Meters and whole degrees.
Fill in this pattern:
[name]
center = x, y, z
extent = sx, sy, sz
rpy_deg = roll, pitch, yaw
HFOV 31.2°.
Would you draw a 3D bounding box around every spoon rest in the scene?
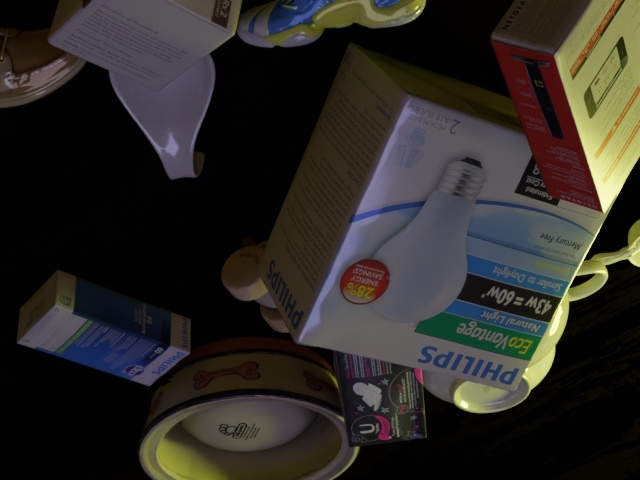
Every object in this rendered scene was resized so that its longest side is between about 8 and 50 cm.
[spoon rest]
center = -0.200, -0.175, 1.542
extent = 0.137, 0.084, 0.276
rpy_deg = -7, 142, 0

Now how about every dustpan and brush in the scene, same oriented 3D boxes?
[dustpan and brush]
center = 0.530, 0.007, 1.882
extent = 0.211, 0.060, 0.147
rpy_deg = -8, 142, 3

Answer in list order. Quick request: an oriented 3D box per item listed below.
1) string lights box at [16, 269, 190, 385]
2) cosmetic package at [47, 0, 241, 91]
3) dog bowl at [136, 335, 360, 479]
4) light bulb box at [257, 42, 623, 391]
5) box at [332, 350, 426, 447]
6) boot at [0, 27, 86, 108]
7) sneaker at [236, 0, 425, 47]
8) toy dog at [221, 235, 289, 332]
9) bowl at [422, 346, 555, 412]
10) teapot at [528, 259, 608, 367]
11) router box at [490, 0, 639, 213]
[string lights box]
center = -0.362, 0.153, 1.935
extent = 0.260, 0.076, 0.133
rpy_deg = 24, 133, -32
[cosmetic package]
center = -0.193, -0.291, 1.306
extent = 0.151, 0.151, 0.184
rpy_deg = 22, 152, -30
[dog bowl]
center = -0.134, 0.331, 2.131
extent = 0.408, 0.150, 0.408
rpy_deg = -3, 142, -3
[light bulb box]
center = 0.155, -0.025, 1.564
extent = 0.358, 0.225, 0.361
rpy_deg = 14, 111, -23
[box]
center = 0.094, 0.201, 1.942
extent = 0.142, 0.163, 0.247
rpy_deg = -7, 124, 1
[boot]
center = -0.436, -0.259, 1.401
extent = 0.262, 0.095, 0.203
rpy_deg = -10, 140, 12
[sneaker]
center = 0.005, -0.317, 1.408
extent = 0.240, 0.091, 0.126
rpy_deg = -10, 123, 6
[toy dog]
center = 0.000, 0.000, 1.770
extent = 0.334, 0.161, 0.220
rpy_deg = -17, 140, -10
[bowl]
center = 0.295, 0.218, 2.059
extent = 0.298, 0.134, 0.298
rpy_deg = -3, 142, -2
[teapot]
center = 0.298, 0.108, 1.860
extent = 0.256, 0.252, 0.187
rpy_deg = 22, 173, 30
[router box]
center = 0.348, -0.250, 1.334
extent = 0.082, 0.335, 0.301
rpy_deg = 23, 159, 35
